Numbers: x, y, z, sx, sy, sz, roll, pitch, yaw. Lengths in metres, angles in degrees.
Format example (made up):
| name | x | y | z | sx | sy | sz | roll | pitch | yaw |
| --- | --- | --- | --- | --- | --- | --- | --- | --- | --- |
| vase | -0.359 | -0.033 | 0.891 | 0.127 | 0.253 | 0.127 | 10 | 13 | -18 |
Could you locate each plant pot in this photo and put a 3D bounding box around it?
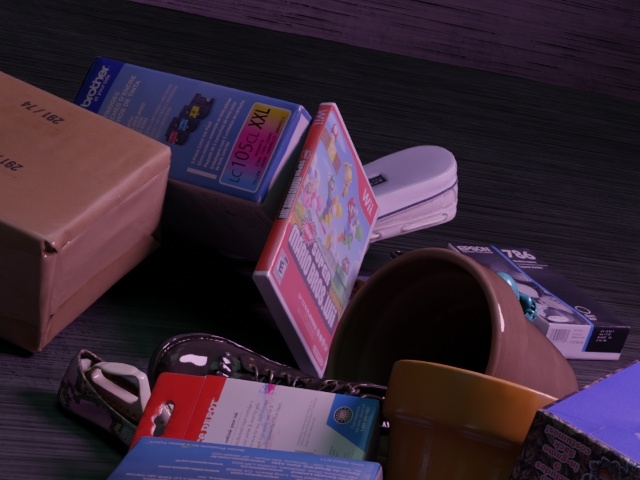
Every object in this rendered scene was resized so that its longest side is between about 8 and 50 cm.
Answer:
| name | x | y | z | sx | sy | sz | roll | pitch | yaw |
| --- | --- | --- | --- | --- | --- | --- | --- | --- | --- |
| plant pot | 0.172 | 0.165 | 1.964 | 0.229 | 0.263 | 0.263 | 26 | 9 | -41 |
| plant pot | 0.145 | 0.237 | 1.674 | 0.205 | 0.188 | 0.205 | 17 | -11 | 3 |

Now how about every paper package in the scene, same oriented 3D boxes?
| name | x | y | z | sx | sy | sz | roll | pitch | yaw |
| --- | --- | --- | --- | --- | --- | --- | --- | --- | --- |
| paper package | -0.386 | -0.051 | 2.046 | 0.325 | 0.168 | 0.309 | 23 | 33 | 15 |

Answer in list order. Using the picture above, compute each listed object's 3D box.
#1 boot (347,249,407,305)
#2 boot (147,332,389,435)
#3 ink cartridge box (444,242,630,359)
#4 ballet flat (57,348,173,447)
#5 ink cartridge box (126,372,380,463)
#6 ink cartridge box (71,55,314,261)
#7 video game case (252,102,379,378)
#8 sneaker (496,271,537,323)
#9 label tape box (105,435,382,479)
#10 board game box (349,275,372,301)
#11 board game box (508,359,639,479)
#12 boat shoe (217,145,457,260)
| name | x | y | z | sx | sy | sz | roll | pitch | yaw |
| --- | --- | --- | --- | --- | --- | --- | --- | --- | --- |
| boot | 0.083 | 0.081 | 2.180 | 0.083 | 0.161 | 0.246 | 5 | 23 | -34 |
| boot | -0.027 | 0.161 | 1.817 | 0.263 | 0.091 | 0.229 | 16 | -8 | -35 |
| ink cartridge box | 0.297 | 0.075 | 2.542 | 0.165 | 0.065 | 0.333 | 3 | 23 | -35 |
| ballet flat | -0.187 | 0.181 | 1.792 | 0.221 | 0.079 | 0.077 | 27 | 28 | 26 |
| ink cartridge box | -0.065 | 0.215 | 1.692 | 0.231 | 0.078 | 0.134 | 7 | 44 | 11 |
| ink cartridge box | -0.166 | -0.101 | 2.263 | 0.396 | 0.151 | 0.270 | 15 | -18 | 28 |
| video game case | 0.000 | 0.000 | 2.101 | 0.025 | 0.204 | 0.285 | 0 | 49 | 24 |
| sneaker | 0.246 | 0.123 | 2.188 | 0.107 | 0.110 | 0.275 | 31 | -8 | 25 |
| label tape box | -0.093 | 0.286 | 1.460 | 0.241 | 0.105 | 0.333 | 5 | 16 | 12 |
| board game box | 0.147 | 0.090 | 2.325 | 0.147 | 0.045 | 0.193 | 3 | 9 | -35 |
| board game box | 0.256 | 0.286 | 1.562 | 0.141 | 0.291 | 0.232 | 29 | 22 | 26 |
| boat shoe | 0.030 | -0.012 | 2.453 | 0.367 | 0.156 | 0.136 | -20 | 36 | -14 |
